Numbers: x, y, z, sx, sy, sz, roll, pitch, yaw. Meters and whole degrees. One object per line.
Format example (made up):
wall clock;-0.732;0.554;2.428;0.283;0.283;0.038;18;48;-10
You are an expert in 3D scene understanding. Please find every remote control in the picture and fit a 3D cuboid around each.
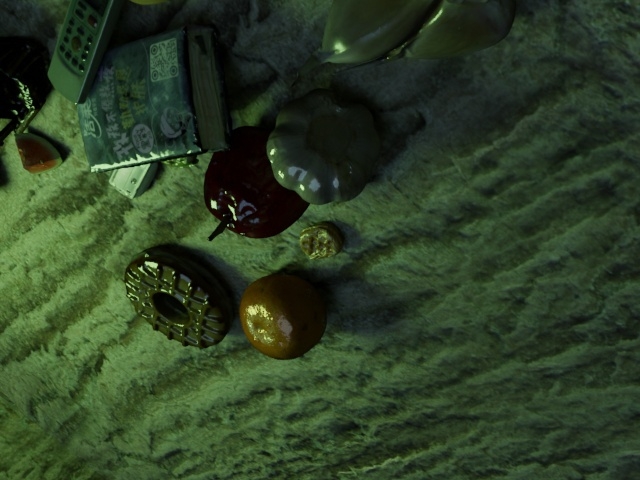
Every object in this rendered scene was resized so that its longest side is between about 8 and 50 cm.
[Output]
remote control;-0.484;-0.421;1.750;0.123;0.038;0.285;46;121;24

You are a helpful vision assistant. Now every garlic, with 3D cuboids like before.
garlic;0.004;-0.174;1.646;0.228;0.227;0.152;28;167;8
garlic;0.146;-0.345;1.362;0.231;0.245;0.340;38;130;-24

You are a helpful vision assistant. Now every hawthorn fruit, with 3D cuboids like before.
hawthorn fruit;-0.146;-0.094;1.782;0.230;0.266;0.210;32;163;4

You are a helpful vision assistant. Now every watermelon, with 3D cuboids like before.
watermelon;-0.720;-0.212;2.176;0.135;0.094;0.125;4;123;26

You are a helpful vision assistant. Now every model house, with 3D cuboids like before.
model house;-0.806;-0.299;2.001;0.317;0.282;0.297;12;135;25

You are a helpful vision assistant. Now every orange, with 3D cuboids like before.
orange;-0.089;0.180;2.076;0.224;0.170;0.223;16;118;34

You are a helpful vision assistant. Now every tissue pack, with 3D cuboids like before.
tissue pack;-0.358;-0.286;1.773;0.361;0.122;0.259;-6;94;39

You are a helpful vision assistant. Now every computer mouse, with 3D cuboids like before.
computer mouse;-0.449;-0.176;2.063;0.102;0.045;0.199;37;139;-3

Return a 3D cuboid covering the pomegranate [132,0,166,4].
pomegranate;-0.315;-0.523;1.521;0.207;0.207;0.207;19;137;18

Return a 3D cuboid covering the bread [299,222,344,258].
bread;0.000;0.000;1.936;0.111;0.044;0.083;-15;116;40

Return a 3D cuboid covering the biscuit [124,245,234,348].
biscuit;-0.379;0.158;2.298;0.332;0.103;0.332;18;138;17

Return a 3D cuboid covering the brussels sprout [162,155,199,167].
brussels sprout;-0.322;-0.234;1.887;0.181;0.100;0.139;12;132;43
